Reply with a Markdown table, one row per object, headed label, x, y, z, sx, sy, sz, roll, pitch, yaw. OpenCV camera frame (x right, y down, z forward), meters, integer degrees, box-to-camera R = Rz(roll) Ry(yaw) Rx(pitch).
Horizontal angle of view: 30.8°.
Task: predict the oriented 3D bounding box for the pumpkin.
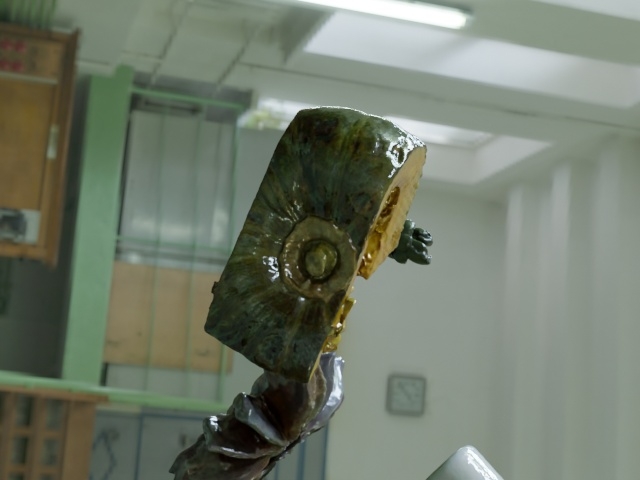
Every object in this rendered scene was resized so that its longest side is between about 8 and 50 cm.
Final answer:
| label | x | y | z | sx | sy | sz | roll | pitch | yaw |
| --- | --- | --- | --- | --- | --- | --- | --- | --- | --- |
| pumpkin | -0.001 | 0.000 | 1.199 | 0.190 | 0.139 | 0.280 | 48 | 66 | -80 |

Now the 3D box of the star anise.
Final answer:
| label | x | y | z | sx | sy | sz | roll | pitch | yaw |
| --- | --- | --- | --- | --- | --- | --- | --- | --- | --- |
| star anise | -0.054 | 0.184 | 1.235 | 0.093 | 0.229 | 0.236 | 45 | -42 | 17 |

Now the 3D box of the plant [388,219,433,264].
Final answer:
| label | x | y | z | sx | sy | sz | roll | pitch | yaw |
| --- | --- | --- | --- | --- | --- | --- | --- | --- | --- |
| plant | 0.090 | -0.012 | 1.710 | 0.085 | 0.174 | 0.087 | -65 | 163 | -7 |

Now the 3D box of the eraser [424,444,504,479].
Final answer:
| label | x | y | z | sx | sy | sz | roll | pitch | yaw |
| --- | --- | --- | --- | --- | --- | --- | --- | --- | --- |
| eraser | 0.148 | 0.452 | 1.665 | 0.150 | 0.331 | 0.331 | 44 | -39 | 15 |
